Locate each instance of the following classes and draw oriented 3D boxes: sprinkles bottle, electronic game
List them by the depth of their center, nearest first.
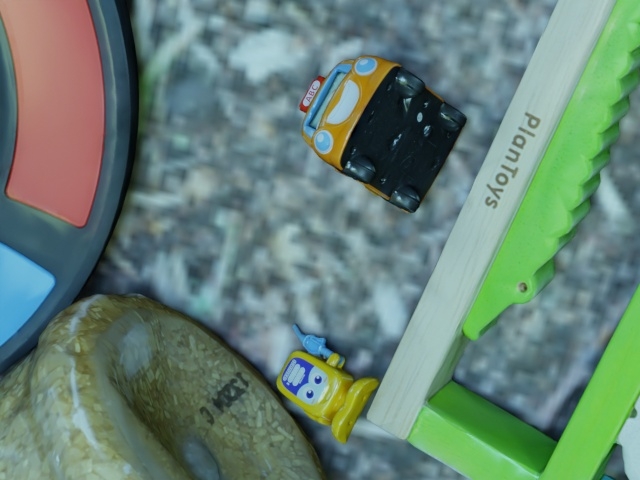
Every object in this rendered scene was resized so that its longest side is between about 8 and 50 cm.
[{"bbox_3d":[-0.166,-0.048,0.545,0.229,0.048,0.229,3,111,7],"label":"electronic game"},{"bbox_3d":[-0.153,0.166,0.588,0.355,0.121,0.121,-40,101,19],"label":"sprinkles bottle"}]

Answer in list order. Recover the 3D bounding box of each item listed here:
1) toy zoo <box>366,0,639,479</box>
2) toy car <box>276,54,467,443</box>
[{"bbox_3d":[0.175,0.041,0.496,0.293,0.030,0.192,29,114,15],"label":"toy zoo"},{"bbox_3d":[0.000,0.000,0.539,0.040,0.060,0.122,30,108,30],"label":"toy car"}]
